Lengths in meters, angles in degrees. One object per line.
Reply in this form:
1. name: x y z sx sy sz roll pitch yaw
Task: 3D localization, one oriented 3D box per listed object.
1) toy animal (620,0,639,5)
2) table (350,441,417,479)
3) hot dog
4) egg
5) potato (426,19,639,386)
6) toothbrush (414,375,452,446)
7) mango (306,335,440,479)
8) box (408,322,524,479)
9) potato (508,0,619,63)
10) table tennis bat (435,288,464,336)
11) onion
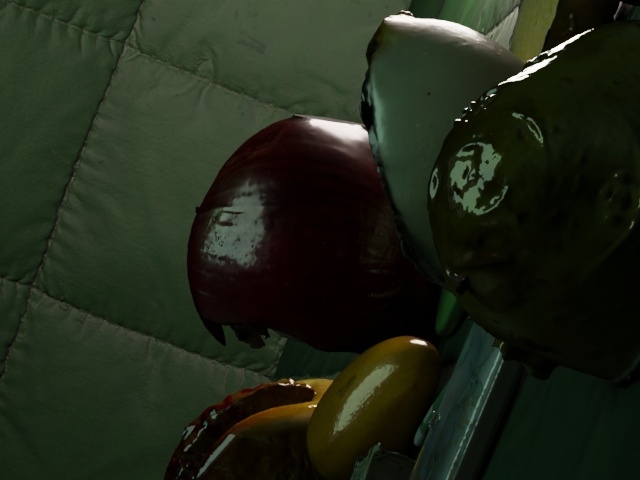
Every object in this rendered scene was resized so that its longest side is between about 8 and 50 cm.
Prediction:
1. toy animal: 0.248 -0.319 1.644 0.310 0.251 0.251 -58 -11 -85
2. table: 0.067 0.266 2.053 0.083 0.062 0.079 126 163 -67
3. hot dog: -0.106 0.354 2.572 0.185 0.223 0.405 -83 16 -79
4. egg: 0.160 -0.105 1.897 0.174 0.264 0.286 -18 36 18
5. potato: 0.189 -0.059 1.475 0.246 0.196 0.300 120 171 -51
6. toothbrush: 0.143 0.144 2.000 0.257 0.024 0.018 116 173 -49
7. mango: 0.066 0.189 2.161 0.219 0.112 0.145 -52 14 31
8. box: 0.142 0.167 1.836 0.142 0.044 0.285 -110 41 -75
9. potato: 0.254 -0.222 1.994 0.200 0.081 0.164 113 166 -48
10. table tennis bat: 0.176 -0.013 2.189 0.160 0.039 0.257 -113 39 -82
11. onion: -0.006 0.000 2.352 0.341 0.341 0.341 -159 90 -84
